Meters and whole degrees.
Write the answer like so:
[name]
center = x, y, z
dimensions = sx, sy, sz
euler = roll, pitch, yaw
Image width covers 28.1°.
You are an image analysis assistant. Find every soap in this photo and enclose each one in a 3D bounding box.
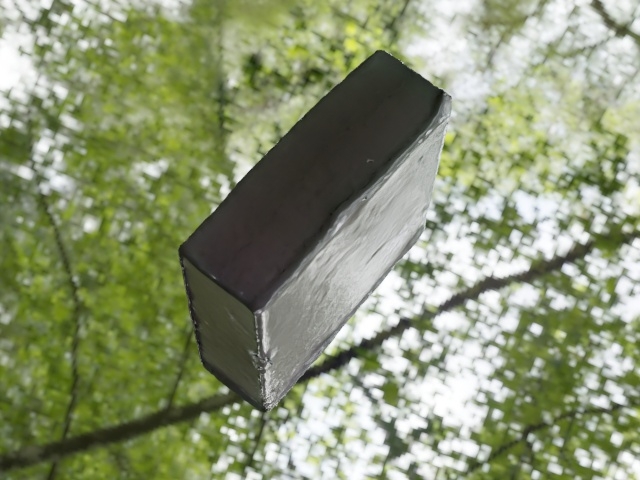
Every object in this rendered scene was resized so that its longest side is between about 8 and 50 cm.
[soap]
center = 0.000, 0.000, 1.244
dimensions = 0.285, 0.107, 0.296
euler = -46, 165, -21
